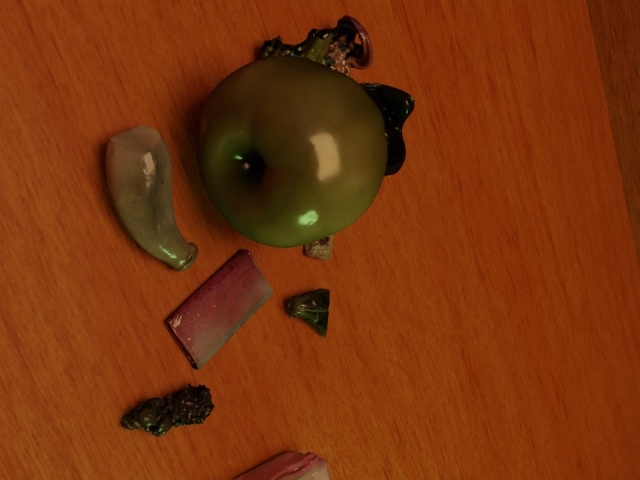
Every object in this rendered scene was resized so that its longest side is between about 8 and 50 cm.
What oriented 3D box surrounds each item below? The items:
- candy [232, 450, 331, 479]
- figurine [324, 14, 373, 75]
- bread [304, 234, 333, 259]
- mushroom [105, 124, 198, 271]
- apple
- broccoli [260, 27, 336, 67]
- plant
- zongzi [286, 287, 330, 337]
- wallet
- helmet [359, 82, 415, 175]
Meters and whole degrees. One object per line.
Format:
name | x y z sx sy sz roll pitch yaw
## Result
candy | -0.105 0.533 1.298 0.265 0.115 0.156 -13 100 -43
figurine | 0.048 -0.420 1.502 0.157 0.126 0.114 -55 171 -2
bread | 0.000 0.000 1.476 0.070 0.035 0.083 21 71 -44
mushroom | -0.295 -0.057 1.145 0.118 0.103 0.270 -31 120 -37
apple | -0.050 -0.167 1.228 0.357 0.357 0.357 2 87 -45
broccoli | -0.033 -0.369 1.365 0.154 0.167 0.160 -6 135 -45
plant | -0.264 0.305 1.174 0.174 0.085 0.087 -5 53 -42
zongzi | -0.026 0.170 1.435 0.109 0.055 0.119 -13 109 -42
wallet | -0.192 0.129 1.285 0.232 0.025 0.119 -46 120 -36
helmet | 0.110 -0.245 1.483 0.216 0.193 0.189 56 44 -22
